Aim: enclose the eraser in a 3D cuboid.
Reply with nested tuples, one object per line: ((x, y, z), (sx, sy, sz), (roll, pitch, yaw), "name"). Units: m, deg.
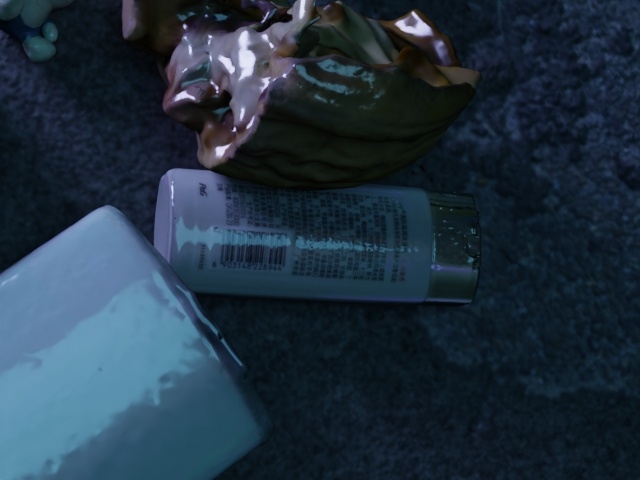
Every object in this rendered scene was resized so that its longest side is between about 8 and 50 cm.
((-0.193, 0.129, 0.873), (0.290, 0.104, 0.189), (-35, 99, -20), "eraser")

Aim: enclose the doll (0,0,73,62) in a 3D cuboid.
((-0.190, -0.173, 0.939), (0.050, 0.076, 0.083), (31, 78, 23), "doll")

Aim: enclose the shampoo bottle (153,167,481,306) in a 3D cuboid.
((0.000, 0.000, 0.985), (0.227, 0.056, 0.086), (3, 81, -19), "shampoo bottle")

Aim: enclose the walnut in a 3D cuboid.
((-0.015, -0.106, 0.941), (0.204, 0.238, 0.141), (-2, 125, -45), "walnut")
